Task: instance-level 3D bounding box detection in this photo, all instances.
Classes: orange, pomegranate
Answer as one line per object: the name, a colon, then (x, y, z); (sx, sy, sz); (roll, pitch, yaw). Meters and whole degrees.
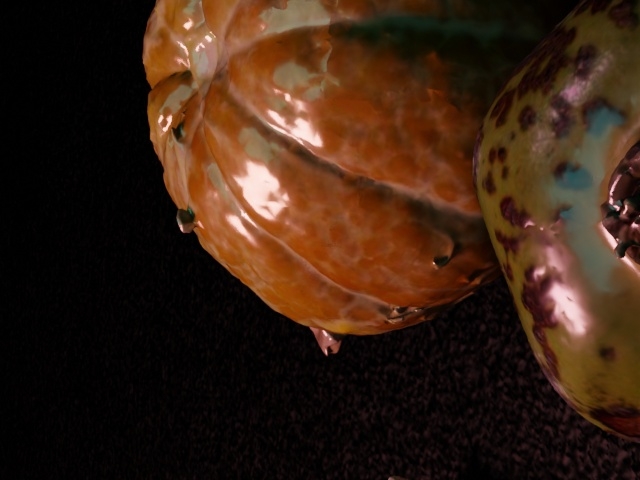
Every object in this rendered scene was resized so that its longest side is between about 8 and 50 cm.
orange: (0.025, -0.104, 0.828); (0.329, 0.249, 0.329); (2, 92, 62)
pomegranate: (0.185, -0.022, 0.556); (0.254, 0.270, 0.254); (5, 101, 30)

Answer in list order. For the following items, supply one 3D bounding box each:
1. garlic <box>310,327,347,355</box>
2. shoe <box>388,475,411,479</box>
garlic: (0.000, -0.014, 1.026); (0.101, 0.087, 0.195); (111, 142, -52)
shoe: (0.075, 0.237, 0.864); (0.316, 0.124, 0.159); (-33, 55, 54)
